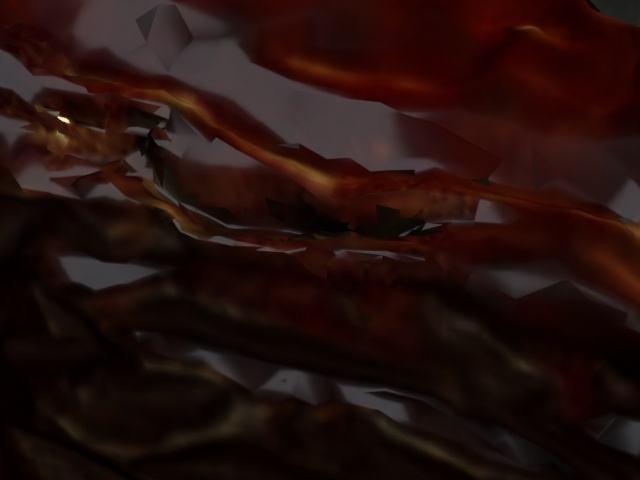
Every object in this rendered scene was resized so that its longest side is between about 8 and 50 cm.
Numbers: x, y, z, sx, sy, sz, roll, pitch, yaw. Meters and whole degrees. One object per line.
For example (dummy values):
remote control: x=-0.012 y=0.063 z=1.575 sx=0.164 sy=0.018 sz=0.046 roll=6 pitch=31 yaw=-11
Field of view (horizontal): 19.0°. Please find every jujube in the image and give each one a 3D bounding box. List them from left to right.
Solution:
jujube: x=0.000 y=0.000 z=0.549 sx=0.342 sy=0.216 sz=0.216 roll=21 pitch=72 yaw=22
